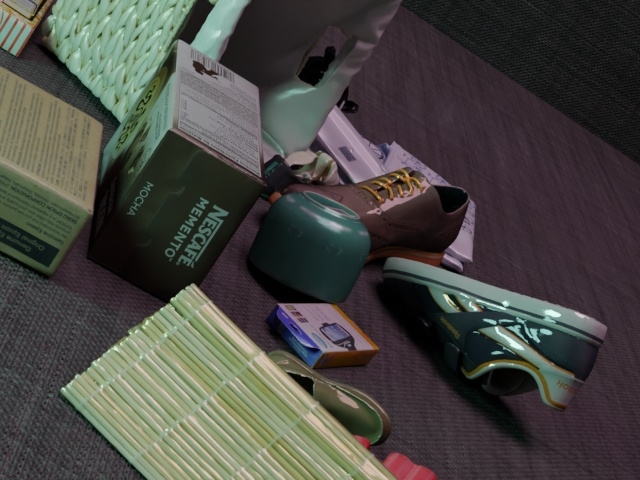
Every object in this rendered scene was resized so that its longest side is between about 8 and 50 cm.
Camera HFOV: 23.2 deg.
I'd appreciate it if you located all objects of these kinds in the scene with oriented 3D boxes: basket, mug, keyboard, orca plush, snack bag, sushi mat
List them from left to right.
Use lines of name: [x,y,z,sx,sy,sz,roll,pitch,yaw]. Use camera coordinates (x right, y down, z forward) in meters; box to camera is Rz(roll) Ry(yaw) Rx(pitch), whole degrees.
basket: [-0.121,-0.295,2.019,0.266,0.328,0.331,43,21,27]
sushi mat: [-0.057,0.180,1.292,0.316,0.151,0.019,42,-20,17]
orca plush: [-0.016,-0.257,2.411,0.151,0.102,0.287,21,18,15]
mug: [-0.008,-0.002,1.826,0.130,0.097,0.158,23,11,-9]
keyboard: [0.045,-0.126,2.262,0.072,0.014,0.256,-20,64,-39]
snack bag: [0.093,-0.100,2.382,0.343,0.037,0.323,35,19,-3]

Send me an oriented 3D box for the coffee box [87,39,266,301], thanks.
coffee box: [-0.153,-0.079,1.683,0.119,0.168,0.297,30,20,-16]

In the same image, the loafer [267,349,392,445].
loafer: [0.000,0.163,1.543,0.148,0.056,0.050,27,18,6]

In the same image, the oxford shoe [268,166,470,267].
oxford shoe: [0.069,-0.048,2.052,0.130,0.132,0.364,47,21,28]

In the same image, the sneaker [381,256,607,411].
sneaker: [0.189,0.113,1.917,0.321,0.127,0.126,19,-3,41]

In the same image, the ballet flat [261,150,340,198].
ballet flat: [-0.016,-0.087,2.100,0.074,0.074,0.203,44,20,24]

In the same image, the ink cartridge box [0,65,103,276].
ink cartridge box: [-0.319,-0.087,1.531,0.193,0.088,0.234,29,20,-17]

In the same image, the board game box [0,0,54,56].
board game box: [-0.420,-0.314,1.979,0.147,0.045,0.193,32,19,-11]

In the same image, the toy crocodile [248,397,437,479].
toy crocodile: [0.070,0.237,1.359,0.341,0.105,0.115,28,18,6]

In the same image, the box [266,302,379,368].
box: [-0.001,0.105,1.723,0.081,0.028,0.136,45,23,26]
